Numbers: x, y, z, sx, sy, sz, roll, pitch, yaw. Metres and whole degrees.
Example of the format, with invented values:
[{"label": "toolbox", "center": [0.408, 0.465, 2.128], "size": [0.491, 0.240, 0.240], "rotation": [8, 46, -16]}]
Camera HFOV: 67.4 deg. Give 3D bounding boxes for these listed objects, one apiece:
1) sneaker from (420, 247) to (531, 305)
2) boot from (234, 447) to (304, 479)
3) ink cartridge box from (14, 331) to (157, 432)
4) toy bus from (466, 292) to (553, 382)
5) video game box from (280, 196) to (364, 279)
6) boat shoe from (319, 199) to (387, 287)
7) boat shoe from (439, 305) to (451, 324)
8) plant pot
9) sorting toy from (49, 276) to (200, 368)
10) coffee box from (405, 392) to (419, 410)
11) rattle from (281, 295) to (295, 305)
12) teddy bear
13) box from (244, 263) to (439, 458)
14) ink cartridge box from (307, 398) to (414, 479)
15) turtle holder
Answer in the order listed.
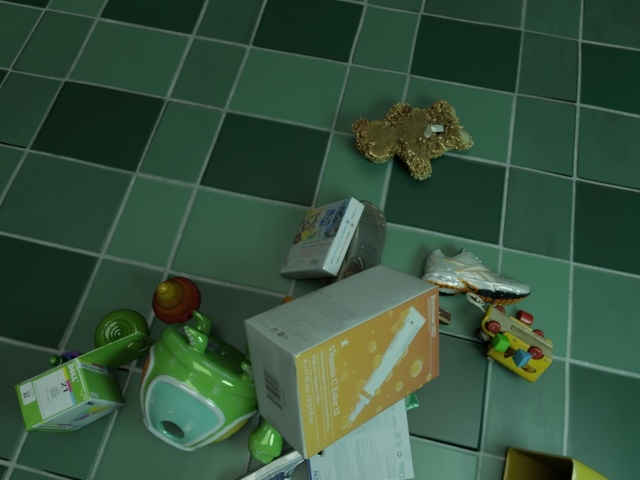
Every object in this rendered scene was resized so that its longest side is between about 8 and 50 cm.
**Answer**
[{"label": "sneaker", "center": [0.380, 0.079, 1.171], "size": [0.262, 0.099, 0.121], "rotation": [10, 64, 3]}, {"label": "boot", "center": [-0.089, 0.510, 1.020], "size": [0.190, 0.069, 0.086], "rotation": [-28, 78, -2]}, {"label": "ink cartridge box", "center": [-0.467, 0.305, 1.028], "size": [0.255, 0.189, 0.097], "rotation": [-24, 70, -9]}, {"label": "toy bus", "center": [0.425, 0.233, 1.103], "size": [0.191, 0.104, 0.202], "rotation": [12, 30, -25]}, {"label": "video game box", "center": [0.000, 0.000, 1.151], "size": [0.048, 0.205, 0.187], "rotation": [31, 69, -26]}, {"label": "boat shoe", "center": [0.068, 0.074, 1.156], "size": [0.132, 0.130, 0.355], "rotation": [34, 57, -28]}, {"label": "boat shoe", "center": [0.221, 0.136, 1.157], "size": [0.207, 0.073, 0.073], "rotation": [23, 72, 9]}, {"label": "plant pot", "center": [0.490, 0.548, 0.933], "size": [0.187, 0.212, 0.212], "rotation": [21, 69, -5]}, {"label": "sorting toy", "center": [-0.457, 0.194, 1.108], "size": [0.365, 0.126, 0.127], "rotation": [-33, 72, -13]}, {"label": "coffee box", "center": [0.118, 0.351, 1.089], "size": [0.184, 0.040, 0.113], "rotation": [-19, 72, -7]}, {"label": "rattle", "center": [-0.005, 0.228, 1.141], "size": [0.200, 0.143, 0.130], "rotation": [14, 104, -7]}, {"label": "teddy bear", "center": [0.252, -0.281, 1.317], "size": [0.338, 0.113, 0.245], "rotation": [-32, 79, -20]}, {"label": "box", "center": [0.054, 0.212, 0.932], "size": [0.345, 0.215, 0.168], "rotation": [-19, 24, -33]}, {"label": "ink cartridge box", "center": [0.076, 0.409, 1.023], "size": [0.224, 0.045, 0.223], "rotation": [-7, 92, -5]}, {"label": "turtle holder", "center": [-0.227, 0.320, 1.025], "size": [0.320, 0.243, 0.227], "rotation": [34, 86, -28]}]
